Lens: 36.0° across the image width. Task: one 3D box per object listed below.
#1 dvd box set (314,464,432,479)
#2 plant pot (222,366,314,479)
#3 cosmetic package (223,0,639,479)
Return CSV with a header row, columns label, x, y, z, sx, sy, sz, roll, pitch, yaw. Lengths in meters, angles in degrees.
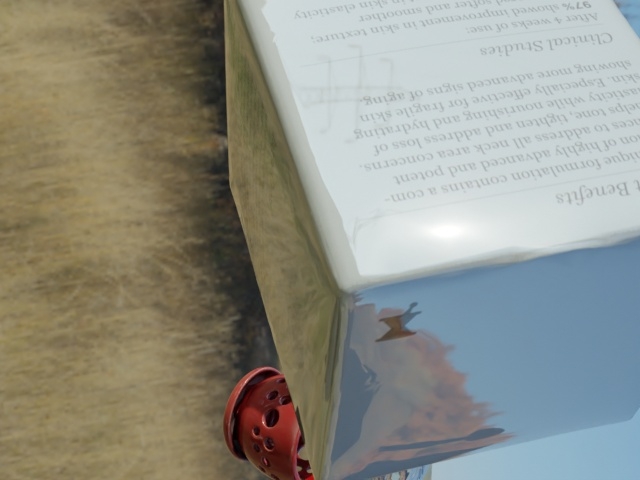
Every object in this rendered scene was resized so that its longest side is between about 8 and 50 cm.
label,x,y,z,sx,sy,sz,roll,pitch,yaw
dvd box set,0.084,0.303,1.415,0.307,0.062,0.421,-30,126,-56
plant pot,-0.058,0.318,1.686,0.191,0.174,0.191,-19,114,-52
cosmetic package,0.107,-0.044,0.911,0.327,0.329,0.394,96,-19,-52
